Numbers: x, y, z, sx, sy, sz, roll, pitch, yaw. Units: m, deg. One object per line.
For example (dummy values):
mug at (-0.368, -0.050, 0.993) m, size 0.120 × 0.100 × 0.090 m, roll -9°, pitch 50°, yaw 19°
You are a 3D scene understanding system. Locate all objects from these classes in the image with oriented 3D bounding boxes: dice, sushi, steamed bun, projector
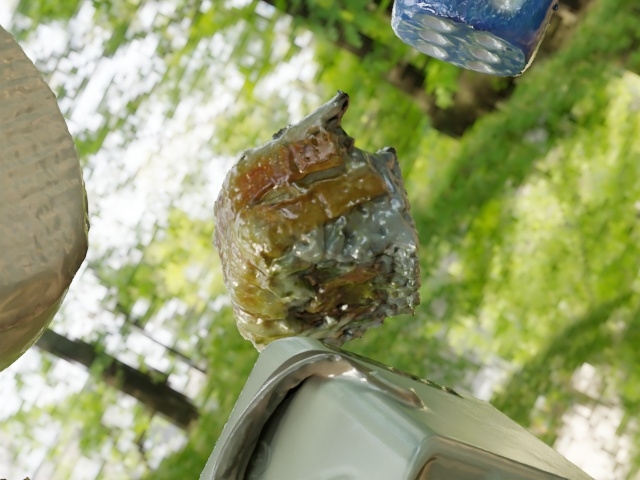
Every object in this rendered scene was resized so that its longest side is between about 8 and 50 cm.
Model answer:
dice at (0.153, -0.243, 1.482) m, size 0.143 × 0.146 × 0.146 m, roll 77°, pitch -147°, yaw -81°
sushi at (0.000, 0.000, 1.447) m, size 0.274 × 0.184 × 0.139 m, roll 92°, pitch 164°, yaw -62°
steamed bun at (-0.364, -0.037, 1.184) m, size 0.241 × 0.374 × 0.374 m, roll -35°, pitch 13°, yaw 33°
projector at (0.047, 0.172, 0.992) m, size 0.177 × 0.242 × 0.163 m, roll 32°, pitch 97°, yaw 54°

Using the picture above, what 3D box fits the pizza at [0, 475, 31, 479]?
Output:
pizza at (-0.213, 0.184, 1.117) m, size 0.083 × 0.016 × 0.037 m, roll 9°, pitch -114°, yaw -64°
